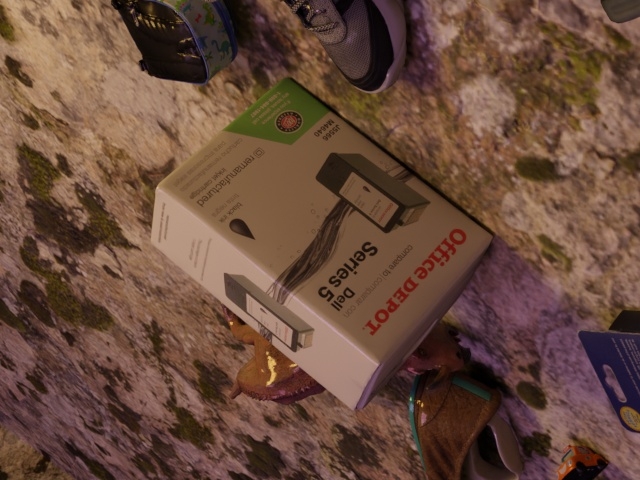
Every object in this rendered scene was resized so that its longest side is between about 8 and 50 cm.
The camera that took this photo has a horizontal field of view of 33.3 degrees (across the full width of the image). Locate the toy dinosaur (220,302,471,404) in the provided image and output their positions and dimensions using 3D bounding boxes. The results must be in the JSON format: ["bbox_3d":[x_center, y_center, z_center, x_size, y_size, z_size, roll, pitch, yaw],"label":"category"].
[{"bbox_3d":[-0.003,0.127,1.201,0.127,0.295,0.200,40,-157,-46],"label":"toy dinosaur"}]

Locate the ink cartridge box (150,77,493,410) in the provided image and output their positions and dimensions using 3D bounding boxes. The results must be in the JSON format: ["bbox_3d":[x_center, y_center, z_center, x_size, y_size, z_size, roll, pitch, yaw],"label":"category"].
[{"bbox_3d":[0.000,0.000,1.055,0.273,0.198,0.115,38,149,12],"label":"ink cartridge box"}]

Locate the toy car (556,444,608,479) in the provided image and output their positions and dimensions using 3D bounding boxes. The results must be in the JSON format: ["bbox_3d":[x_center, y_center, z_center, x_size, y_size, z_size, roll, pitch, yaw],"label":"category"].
[{"bbox_3d":[0.274,0.266,1.192,0.122,0.060,0.041,101,151,-48],"label":"toy car"}]

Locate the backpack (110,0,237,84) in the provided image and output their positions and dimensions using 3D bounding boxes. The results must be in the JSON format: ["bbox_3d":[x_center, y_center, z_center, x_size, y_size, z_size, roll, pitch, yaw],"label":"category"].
[{"bbox_3d":[-0.134,-0.215,1.070,0.114,0.084,0.105,22,144,43],"label":"backpack"}]

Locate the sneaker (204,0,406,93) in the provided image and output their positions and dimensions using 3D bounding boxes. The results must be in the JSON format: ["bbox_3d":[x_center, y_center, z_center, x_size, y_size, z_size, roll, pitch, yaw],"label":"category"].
[{"bbox_3d":[-0.032,-0.212,0.875,0.101,0.153,0.269,9,135,47],"label":"sneaker"}]

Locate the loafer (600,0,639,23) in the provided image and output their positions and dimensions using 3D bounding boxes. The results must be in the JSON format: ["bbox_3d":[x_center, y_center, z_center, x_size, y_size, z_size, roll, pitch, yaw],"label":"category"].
[{"bbox_3d":[0.245,-0.203,0.607,0.084,0.096,0.267,57,151,-9],"label":"loafer"}]

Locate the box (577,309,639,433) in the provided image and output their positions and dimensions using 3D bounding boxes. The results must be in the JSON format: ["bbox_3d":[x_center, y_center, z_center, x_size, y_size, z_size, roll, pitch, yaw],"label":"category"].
[{"bbox_3d":[0.345,0.125,0.940,0.225,0.036,0.136,-1,127,50],"label":"box"}]

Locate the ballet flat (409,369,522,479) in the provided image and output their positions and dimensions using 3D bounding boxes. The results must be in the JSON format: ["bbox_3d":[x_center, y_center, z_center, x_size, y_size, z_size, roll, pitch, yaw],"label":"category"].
[{"bbox_3d":[0.182,0.280,1.294,0.124,0.116,0.342,9,134,19],"label":"ballet flat"}]
